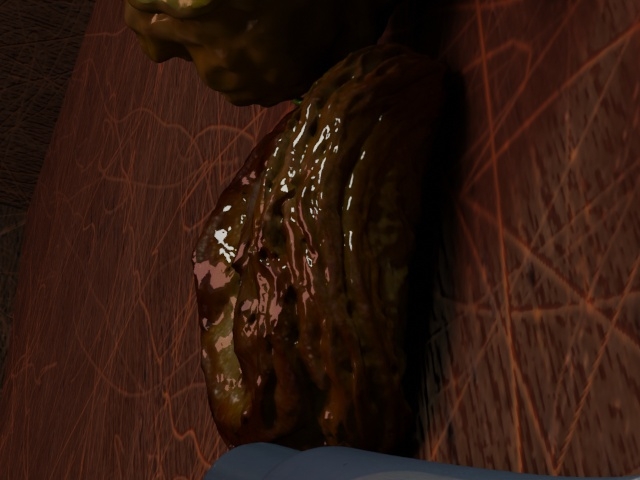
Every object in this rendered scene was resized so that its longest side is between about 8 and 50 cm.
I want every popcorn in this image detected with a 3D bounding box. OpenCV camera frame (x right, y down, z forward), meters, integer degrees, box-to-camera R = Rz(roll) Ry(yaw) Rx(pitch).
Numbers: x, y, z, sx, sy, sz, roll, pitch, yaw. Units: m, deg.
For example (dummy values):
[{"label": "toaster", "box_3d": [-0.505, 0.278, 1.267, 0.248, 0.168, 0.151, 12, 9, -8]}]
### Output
[{"label": "popcorn", "box_3d": [-0.036, -0.213, 1.095, 0.233, 0.192, 0.266, 36, -114, -58]}]

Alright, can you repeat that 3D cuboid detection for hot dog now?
[{"label": "hot dog", "box_3d": [-0.003, 0.001, 0.998, 0.175, 0.114, 0.259, 126, 154, -59]}]

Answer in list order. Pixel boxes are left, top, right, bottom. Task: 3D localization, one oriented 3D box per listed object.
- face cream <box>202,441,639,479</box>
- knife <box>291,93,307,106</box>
[{"label": "face cream", "box_3d": [0.040, 0.140, 0.751, 0.385, 0.086, 0.135, -178, 96, -67]}, {"label": "knife", "box_3d": [0.014, -0.171, 1.299, 0.026, 0.022, 0.184, -48, -15, -56]}]
